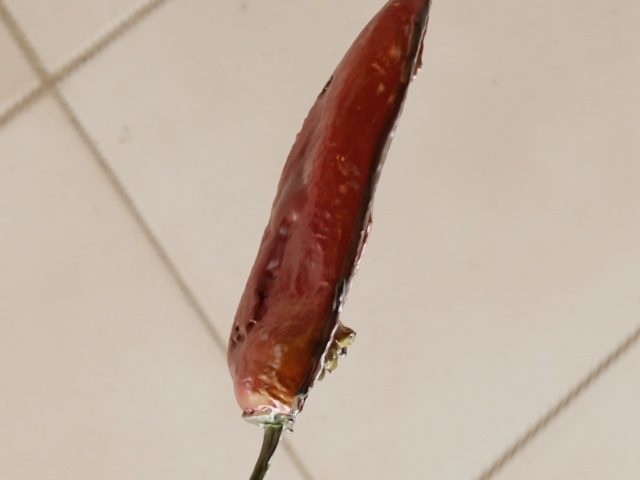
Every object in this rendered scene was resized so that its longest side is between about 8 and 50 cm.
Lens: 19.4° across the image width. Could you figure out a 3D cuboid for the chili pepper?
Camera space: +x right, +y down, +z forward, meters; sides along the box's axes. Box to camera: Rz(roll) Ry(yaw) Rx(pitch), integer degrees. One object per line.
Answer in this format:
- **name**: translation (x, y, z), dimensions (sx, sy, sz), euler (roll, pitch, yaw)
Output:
- **chili pepper**: translation (0.000, 0.000, 0.764), dimensions (0.050, 0.059, 0.268), euler (14, 72, 8)
